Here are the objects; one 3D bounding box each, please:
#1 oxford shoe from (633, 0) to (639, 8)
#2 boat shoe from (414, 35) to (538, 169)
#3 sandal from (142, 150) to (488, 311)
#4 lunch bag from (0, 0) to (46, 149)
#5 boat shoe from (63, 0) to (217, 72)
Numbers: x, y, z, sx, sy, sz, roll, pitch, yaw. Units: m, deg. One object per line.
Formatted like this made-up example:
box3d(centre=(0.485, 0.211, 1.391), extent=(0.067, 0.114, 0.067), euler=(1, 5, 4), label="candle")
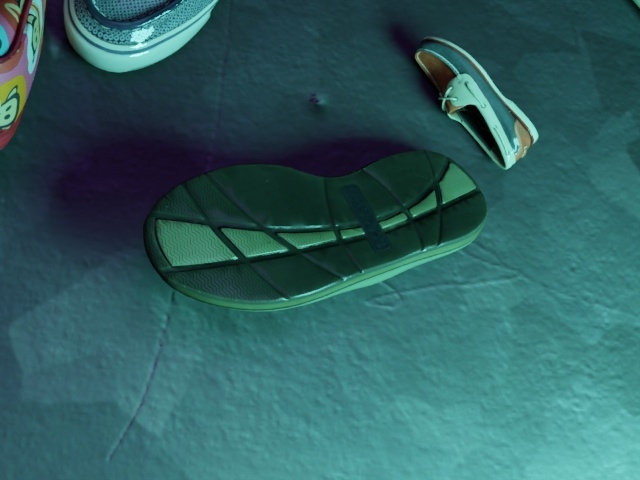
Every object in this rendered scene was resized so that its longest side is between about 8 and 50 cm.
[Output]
box3d(centre=(0.320, -0.326, 1.139), extent=(0.130, 0.169, 0.449), euler=(-36, 89, -19), label="oxford shoe")
box3d(centre=(0.130, -0.122, 1.086), extent=(0.137, 0.049, 0.043), euler=(46, 70, 0), label="boat shoe")
box3d(centre=(0.002, 0.001, 0.997), extent=(0.303, 0.086, 0.120), euler=(-8, 66, -31), label="sandal")
box3d(centre=(-0.355, -0.186, 0.927), extent=(0.293, 0.120, 0.258), euler=(10, 38, -10), label="lunch bag")
box3d(centre=(-0.094, -0.301, 1.035), extent=(0.127, 0.158, 0.340), euler=(33, 67, 0), label="boat shoe")
